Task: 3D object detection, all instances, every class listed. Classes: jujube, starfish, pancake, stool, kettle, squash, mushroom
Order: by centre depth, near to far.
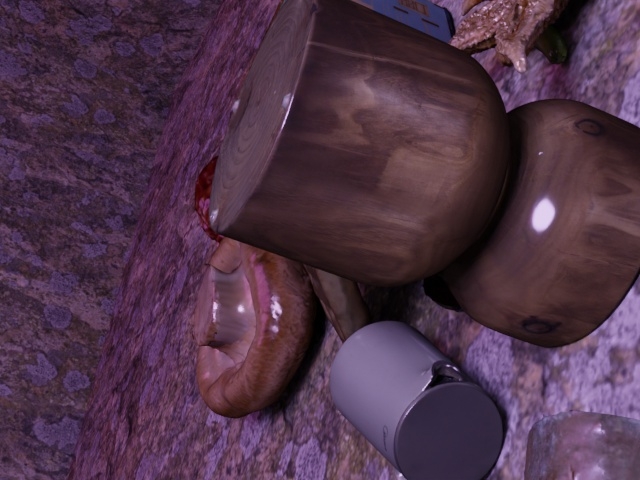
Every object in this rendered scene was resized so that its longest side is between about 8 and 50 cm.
[{"bbox_3d":[0.074,-0.047,0.675,0.179,0.264,0.179,-160,90,-74],"label":"stool"},{"bbox_3d":[0.070,0.142,0.766,0.126,0.098,0.148,-63,21,4],"label":"kettle"},{"bbox_3d":[0.184,-0.213,0.824,0.299,0.060,0.302,-60,14,-21],"label":"starfish"},{"bbox_3d":[0.198,-0.178,0.850,0.027,0.027,0.089,-63,21,21],"label":"squash"},{"bbox_3d":[-0.003,-0.005,0.962,0.294,0.050,0.294,158,90,-86],"label":"pancake"},{"bbox_3d":[-0.087,0.100,1.212,0.278,0.146,0.278,-172,90,-66],"label":"mushroom"},{"bbox_3d":[-0.101,-0.045,1.413,0.155,0.155,0.230,-65,24,14],"label":"jujube"}]

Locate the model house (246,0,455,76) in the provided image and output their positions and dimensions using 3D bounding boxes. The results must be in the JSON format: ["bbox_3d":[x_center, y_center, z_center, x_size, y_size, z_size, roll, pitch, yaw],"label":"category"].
[{"bbox_3d":[0.031,-0.185,1.059,0.178,0.207,0.271,-56,22,37],"label":"model house"}]

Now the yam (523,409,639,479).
[{"bbox_3d":[0.139,0.210,0.463,0.106,0.106,0.259,-42,33,57],"label":"yam"}]

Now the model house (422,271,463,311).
[{"bbox_3d":[0.071,-0.015,0.853,0.106,0.152,0.165,-67,18,-10],"label":"model house"}]
